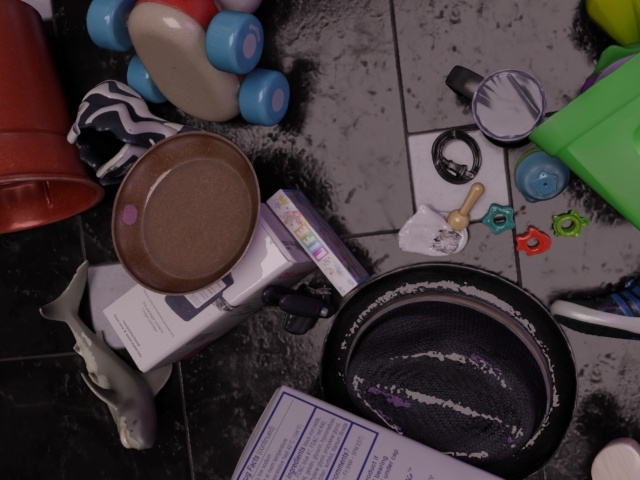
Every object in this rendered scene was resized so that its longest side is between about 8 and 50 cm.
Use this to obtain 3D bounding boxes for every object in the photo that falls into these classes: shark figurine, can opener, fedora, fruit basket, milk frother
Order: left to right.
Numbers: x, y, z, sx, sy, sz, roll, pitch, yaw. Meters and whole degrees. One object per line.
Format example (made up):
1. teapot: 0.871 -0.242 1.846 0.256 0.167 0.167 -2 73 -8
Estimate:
1. shark figurine: -0.274 0.175 1.192 0.116 0.166 0.278 -31 67 -13
2. can opener: -0.024 0.083 1.073 0.059 0.186 0.073 13 82 15
3. fedora: 0.150 0.183 1.054 0.334 0.152 0.334 1 92 12
4. milk frother: 0.202 -0.133 1.036 0.129 0.135 0.143 15 96 13
5. fruit basket: 0.394 -0.236 0.906 0.392 0.283 0.392 6 101 32

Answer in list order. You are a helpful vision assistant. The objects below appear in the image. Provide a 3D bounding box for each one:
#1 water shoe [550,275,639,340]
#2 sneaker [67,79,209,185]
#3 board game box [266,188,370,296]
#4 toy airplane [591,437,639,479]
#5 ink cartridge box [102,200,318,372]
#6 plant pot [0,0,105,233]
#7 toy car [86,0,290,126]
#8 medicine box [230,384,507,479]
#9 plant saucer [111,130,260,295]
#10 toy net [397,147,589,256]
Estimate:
1. water shoe: 0.387 0.080 1.049 0.203 0.073 0.080 8 74 7
2. sneaker: -0.219 -0.101 1.095 0.235 0.153 0.094 38 124 -13
3. board game box: 0.000 0.000 1.103 0.026 0.103 0.154 -40 84 11
4. toy airplane: 0.428 0.459 0.945 0.386 0.272 0.384 24 98 10
5. ink cartridge box: -0.131 0.056 1.098 0.237 0.172 0.100 -36 82 11
6. plant pot: -0.448 -0.164 1.126 0.272 0.272 0.265 -15 82 13
7. toy car: -0.131 -0.298 1.103 0.219 0.210 0.238 15 68 25
8. medicine box: 0.045 0.340 1.015 0.289 0.263 0.149 23 55 11
9. plant saucer: -0.154 -0.030 1.004 0.199 0.036 0.198 -5 76 22
10. toy net: 0.214 -0.027 1.089 0.232 0.045 0.122 -21 111 15
